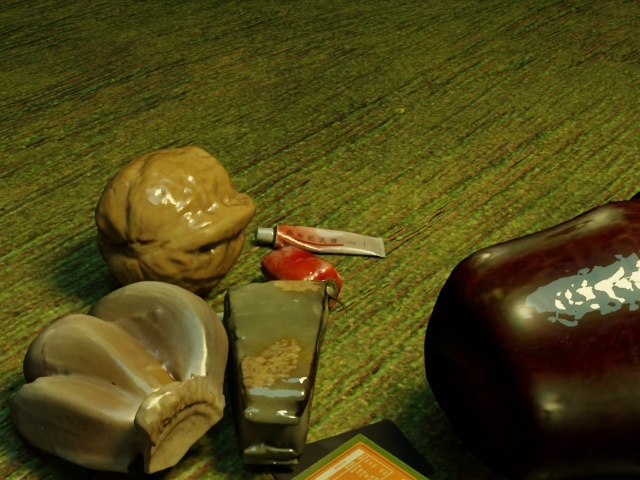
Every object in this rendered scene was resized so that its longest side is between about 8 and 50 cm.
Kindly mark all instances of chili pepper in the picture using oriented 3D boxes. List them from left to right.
[{"bbox_3d":[-0.011,0.067,1.705,0.086,0.084,0.192,-43,44,-8],"label":"chili pepper"}]

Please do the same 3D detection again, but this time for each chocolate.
[{"bbox_3d":[0.303,0.126,1.381,0.331,0.384,0.384,-4,33,-14],"label":"chocolate"}]

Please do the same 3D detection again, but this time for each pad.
[{"bbox_3d":[0.036,0.284,1.430,0.193,0.004,0.116,-14,35,-25],"label":"pad"}]

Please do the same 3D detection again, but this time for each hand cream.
[{"bbox_3d":[0.000,0.002,1.862,0.216,0.038,0.052,5,59,-6],"label":"hand cream"}]

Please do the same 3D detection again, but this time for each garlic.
[{"bbox_3d":[-0.252,0.162,1.437,0.325,0.132,0.279,23,46,38],"label":"garlic"}]

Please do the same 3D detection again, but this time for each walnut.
[{"bbox_3d":[-0.215,-0.029,1.698,0.257,0.224,0.257,-15,14,4],"label":"walnut"}]

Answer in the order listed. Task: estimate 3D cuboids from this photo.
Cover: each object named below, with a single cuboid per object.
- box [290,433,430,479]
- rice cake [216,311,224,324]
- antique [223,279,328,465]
[{"bbox_3d":[0.016,0.339,1.177,0.148,0.177,0.195,29,40,33],"label":"box"},{"bbox_3d":[-0.128,0.121,1.640,0.211,0.043,0.034,-13,40,-25],"label":"rice cake"},{"bbox_3d":[-0.060,0.173,1.483,0.150,0.125,0.284,1,31,-3],"label":"antique"}]
